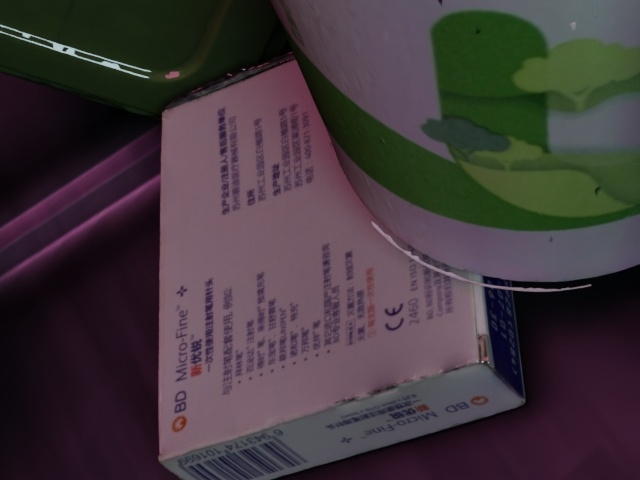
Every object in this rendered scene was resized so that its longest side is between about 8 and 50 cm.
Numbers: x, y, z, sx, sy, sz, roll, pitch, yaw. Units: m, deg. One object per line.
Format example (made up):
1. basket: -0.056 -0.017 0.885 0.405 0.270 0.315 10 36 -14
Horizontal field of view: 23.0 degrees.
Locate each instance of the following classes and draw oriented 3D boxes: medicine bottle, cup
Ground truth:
1. medicine bottle: 0.000 0.000 0.721 0.171 0.052 0.201 -21 53 23
2. cup: 0.075 -0.133 0.569 0.253 0.274 0.253 -4 57 6

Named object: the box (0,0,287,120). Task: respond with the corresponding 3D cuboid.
1. box: -0.097 -0.238 0.747 0.329 0.252 0.178 121 164 -45
